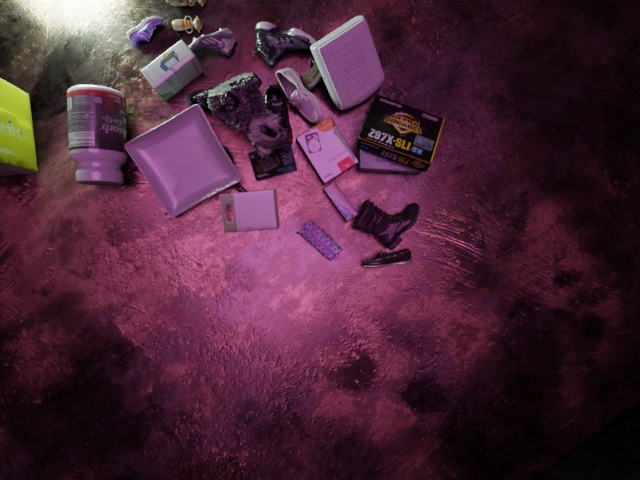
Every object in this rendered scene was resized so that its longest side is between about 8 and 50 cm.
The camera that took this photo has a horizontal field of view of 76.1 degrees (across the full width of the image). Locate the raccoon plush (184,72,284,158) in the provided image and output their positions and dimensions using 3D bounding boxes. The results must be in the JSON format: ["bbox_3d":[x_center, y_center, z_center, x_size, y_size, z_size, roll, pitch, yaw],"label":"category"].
[{"bbox_3d":[-0.333,-0.505,1.693,0.216,0.446,0.299,-43,128,-25],"label":"raccoon plush"}]

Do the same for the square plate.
[{"bbox_3d":[-0.557,-0.322,1.682,0.347,0.049,0.344,-28,106,2],"label":"square plate"}]

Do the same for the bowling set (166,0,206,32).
[{"bbox_3d":[-0.554,-1.023,1.667,0.154,0.200,0.288,-6,95,-6],"label":"bowling set"}]

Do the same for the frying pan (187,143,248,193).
[{"bbox_3d":[-0.406,-0.305,1.754,0.325,0.053,0.198,17,98,-14],"label":"frying pan"}]

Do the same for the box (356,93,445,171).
[{"bbox_3d":[0.341,-0.460,1.741,0.321,0.079,0.257,21,68,3],"label":"box"}]

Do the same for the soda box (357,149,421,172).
[{"bbox_3d":[0.307,-0.347,1.794,0.285,0.091,0.098,2,89,-5],"label":"soda box"}]

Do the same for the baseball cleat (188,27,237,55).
[{"bbox_3d":[-0.447,-0.821,1.722,0.205,0.072,0.110,-34,94,-14],"label":"baseball cleat"}]

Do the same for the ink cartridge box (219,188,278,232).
[{"bbox_3d":[-0.302,-0.127,1.753,0.234,0.056,0.171,-5,101,-4],"label":"ink cartridge box"}]

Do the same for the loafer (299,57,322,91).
[{"bbox_3d":[0.001,-0.762,1.761,0.087,0.094,0.251,40,88,-8],"label":"loafer"}]

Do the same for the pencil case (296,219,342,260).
[{"bbox_3d":[0.000,0.000,1.776,0.206,0.088,0.086,40,90,-5],"label":"pencil case"}]

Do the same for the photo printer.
[{"bbox_3d":[0.125,-0.724,1.709,0.256,0.107,0.308,-36,128,-6],"label":"photo printer"}]

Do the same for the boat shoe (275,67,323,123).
[{"bbox_3d":[-0.098,-0.608,1.740,0.277,0.096,0.098,53,131,3],"label":"boat shoe"}]

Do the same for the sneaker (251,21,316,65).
[{"bbox_3d":[-0.160,-0.822,1.748,0.268,0.101,0.153,15,90,1],"label":"sneaker"}]

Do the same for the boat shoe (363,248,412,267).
[{"bbox_3d":[0.293,0.080,1.809,0.227,0.081,0.069,-6,89,-12],"label":"boat shoe"}]

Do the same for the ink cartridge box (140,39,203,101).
[{"bbox_3d":[-0.604,-0.695,1.682,0.212,0.154,0.093,-38,91,-2],"label":"ink cartridge box"}]

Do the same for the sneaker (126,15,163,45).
[{"bbox_3d":[-0.730,-0.883,1.725,0.169,0.068,0.071,-32,108,5],"label":"sneaker"}]

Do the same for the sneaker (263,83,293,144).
[{"bbox_3d":[-0.180,-0.532,1.731,0.097,0.135,0.277,-13,94,-6],"label":"sneaker"}]

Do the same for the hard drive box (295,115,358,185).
[{"bbox_3d":[0.028,-0.386,1.772,0.181,0.089,0.232,-33,94,-3],"label":"hard drive box"}]

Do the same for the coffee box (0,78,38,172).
[{"bbox_3d":[-1.341,-0.429,1.534,0.333,0.337,0.339,-6,91,-5],"label":"coffee box"}]

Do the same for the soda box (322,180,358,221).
[{"bbox_3d":[0.086,-0.170,1.796,0.063,0.058,0.183,-37,93,-3],"label":"soda box"}]

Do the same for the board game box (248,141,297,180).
[{"bbox_3d":[-0.204,-0.339,1.756,0.186,0.026,0.126,-16,124,-4],"label":"board game box"}]

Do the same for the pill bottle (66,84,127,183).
[{"bbox_3d":[-0.888,-0.410,1.636,0.210,0.210,0.364,-2,92,-5],"label":"pill bottle"}]

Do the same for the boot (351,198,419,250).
[{"bbox_3d":[0.284,-0.107,1.775,0.228,0.091,0.263,36,84,-14],"label":"boot"}]
